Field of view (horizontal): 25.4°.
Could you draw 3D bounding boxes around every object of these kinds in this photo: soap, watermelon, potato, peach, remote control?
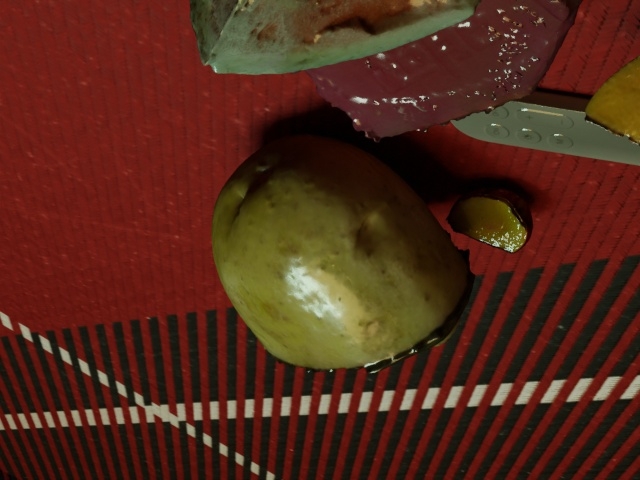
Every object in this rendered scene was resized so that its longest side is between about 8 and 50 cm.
[{"bbox_3d":[0.097,-0.188,1.106,0.182,0.112,0.289,31,150,-32],"label":"soap"},{"bbox_3d":[0.027,-0.241,0.885,0.224,0.180,0.305,37,114,3],"label":"watermelon"},{"bbox_3d":[0.000,0.000,1.436,0.242,0.242,0.285,35,175,-33],"label":"potato"},{"bbox_3d":[0.176,-0.023,1.448,0.083,0.050,0.077,-20,114,38],"label":"peach"},{"bbox_3d":[0.237,-0.103,1.286,0.245,0.022,0.077,11,156,14],"label":"remote control"}]

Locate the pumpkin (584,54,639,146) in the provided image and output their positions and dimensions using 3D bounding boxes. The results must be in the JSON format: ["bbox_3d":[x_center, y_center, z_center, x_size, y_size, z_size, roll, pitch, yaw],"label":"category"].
[{"bbox_3d":[0.372,-0.100,1.143,0.278,0.163,0.111,27,113,13],"label":"pumpkin"}]
